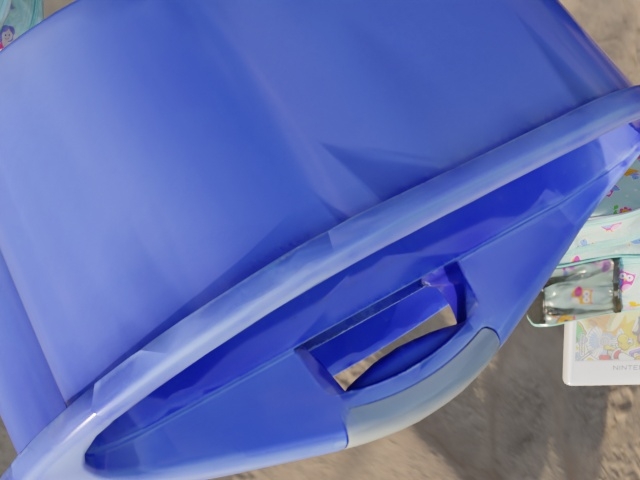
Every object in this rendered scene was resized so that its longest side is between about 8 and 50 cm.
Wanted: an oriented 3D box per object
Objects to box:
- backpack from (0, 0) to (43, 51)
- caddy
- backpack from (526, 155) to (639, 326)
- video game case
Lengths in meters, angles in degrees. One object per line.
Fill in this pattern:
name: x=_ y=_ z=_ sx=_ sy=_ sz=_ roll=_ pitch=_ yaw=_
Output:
backpack: x=-0.427 y=-0.280 z=1.206 sx=0.253 sy=0.191 sz=0.225 roll=-48 pitch=39 yaw=40
caddy: x=0.000 y=0.000 z=0.462 sx=0.341 sy=0.241 sz=0.179 roll=-26 pitch=76 yaw=-32
backpack: x=0.296 y=-0.006 z=1.057 sx=0.188 sy=0.144 sz=0.166 roll=0 pitch=33 yaw=9
video game case: x=0.393 y=0.058 z=1.230 sx=0.206 sy=0.026 sz=0.227 roll=0 pitch=97 yaw=-5
